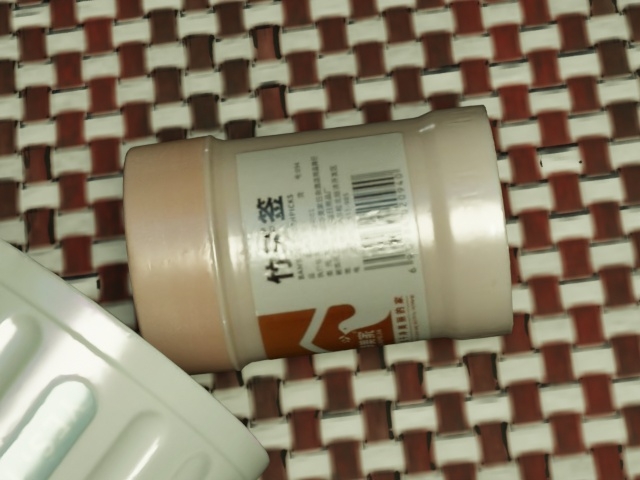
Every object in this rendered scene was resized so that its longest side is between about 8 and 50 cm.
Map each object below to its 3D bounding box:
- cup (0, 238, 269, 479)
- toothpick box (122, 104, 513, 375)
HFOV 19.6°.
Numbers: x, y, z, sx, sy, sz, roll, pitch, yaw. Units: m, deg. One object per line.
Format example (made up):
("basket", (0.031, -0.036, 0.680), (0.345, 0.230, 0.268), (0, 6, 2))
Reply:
("cup", (-0.122, 0.125, 0.693), (0.221, 0.167, 0.202), (32, 77, 19))
("toothpick box", (0.000, 0.000, 0.766), (0.148, 0.098, 0.098), (-7, 67, 2))
